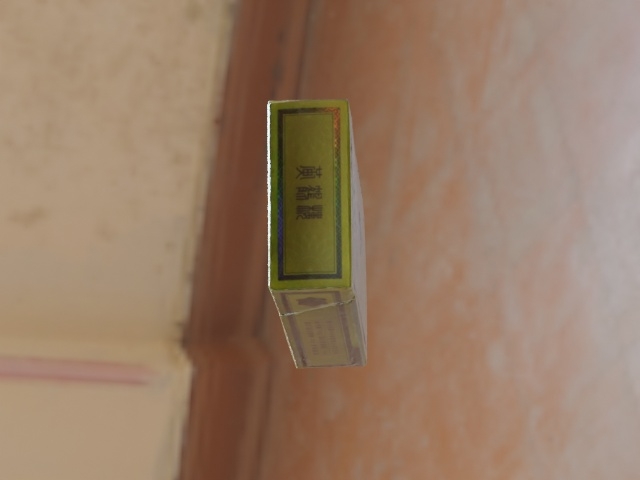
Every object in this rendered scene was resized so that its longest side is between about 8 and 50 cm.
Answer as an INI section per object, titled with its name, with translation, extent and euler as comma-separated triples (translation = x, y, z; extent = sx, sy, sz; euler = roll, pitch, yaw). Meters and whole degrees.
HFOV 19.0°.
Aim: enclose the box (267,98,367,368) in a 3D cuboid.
[box]
translation = -0.001, 0.000, 1.400
extent = 0.220, 0.064, 0.141
euler = 73, -164, -70
